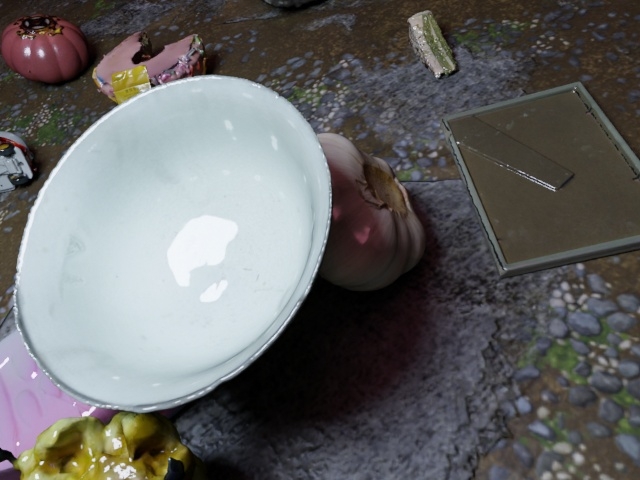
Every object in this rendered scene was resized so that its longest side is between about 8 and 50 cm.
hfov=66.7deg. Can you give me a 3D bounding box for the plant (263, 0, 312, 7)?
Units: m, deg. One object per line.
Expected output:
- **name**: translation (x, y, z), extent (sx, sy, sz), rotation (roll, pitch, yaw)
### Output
- **plant**: translation (-0.093, -0.662, 1.066), extent (0.213, 0.215, 0.312), rotation (-18, 49, -1)

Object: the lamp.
- **lamp**: translation (-0.623, -0.430, 1.111), extent (0.181, 0.140, 0.182), rotation (3, 51, -4)

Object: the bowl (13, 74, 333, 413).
- **bowl**: translation (-0.121, 0.011, 0.481), extent (0.313, 0.146, 0.314), rotation (-7, 66, 15)

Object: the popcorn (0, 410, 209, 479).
- **popcorn**: translation (-0.179, 0.243, 0.418), extent (0.173, 0.195, 0.168), rotation (20, 54, 23)

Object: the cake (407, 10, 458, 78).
- **cake**: translation (0.195, -0.331, 0.850), extent (0.051, 0.055, 0.140), rotation (-18, 68, 2)

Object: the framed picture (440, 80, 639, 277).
- **framed picture**: translation (0.297, -0.095, 0.643), extent (0.211, 0.020, 0.290), rotation (-13, 52, 7)

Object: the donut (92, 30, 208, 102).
- **donut**: translation (-0.345, -0.337, 0.980), extent (0.232, 0.085, 0.199), rotation (19, 61, 28)

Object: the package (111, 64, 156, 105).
- **package**: translation (-0.314, -0.236, 0.867), extent (0.071, 0.131, 0.047), rotation (-11, 46, 5)

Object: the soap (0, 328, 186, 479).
- **soap**: translation (-0.299, 0.179, 0.561), extent (0.324, 0.109, 0.193), rotation (-40, 53, -13)

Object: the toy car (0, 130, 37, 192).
- **toy car**: translation (-0.605, -0.159, 0.923), extent (0.139, 0.112, 0.112), rotation (-3, 37, 3)

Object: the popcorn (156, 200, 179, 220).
- **popcorn**: translation (-0.150, -0.024, 0.655), extent (0.140, 0.163, 0.194), rotation (22, 28, 9)

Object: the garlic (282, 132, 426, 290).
- **garlic**: translation (0.000, 0.000, 0.597), extent (0.226, 0.199, 0.199), rotation (-36, 45, 28)
